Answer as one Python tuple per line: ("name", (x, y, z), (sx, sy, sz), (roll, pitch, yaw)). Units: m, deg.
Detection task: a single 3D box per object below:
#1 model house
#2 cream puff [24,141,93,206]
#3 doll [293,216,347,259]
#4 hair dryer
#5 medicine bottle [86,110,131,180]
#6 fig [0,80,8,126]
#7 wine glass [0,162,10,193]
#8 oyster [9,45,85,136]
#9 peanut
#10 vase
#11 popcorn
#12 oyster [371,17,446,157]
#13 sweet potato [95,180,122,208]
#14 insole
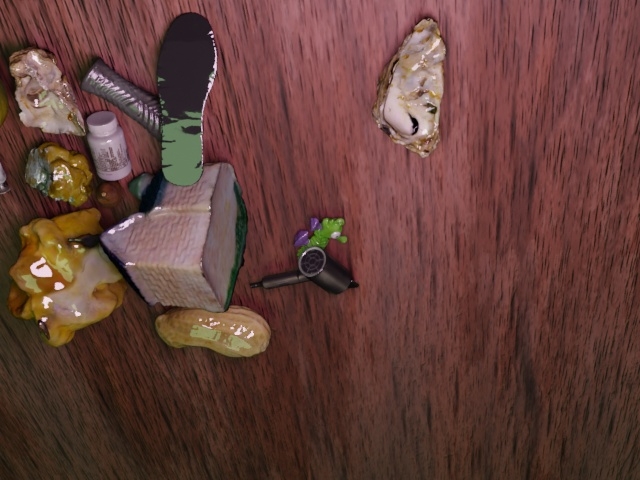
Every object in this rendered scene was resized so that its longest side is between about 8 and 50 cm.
("model house", (-0.329, -0.015, 1.689), (0.285, 0.298, 0.243), (2, 145, 10))
("cream puff", (-0.577, -0.148, 1.717), (0.156, 0.156, 0.121), (20, 88, -13))
("doll", (0.000, 0.000, 1.834), (0.115, 0.050, 0.190), (19, 138, -23))
("hair dryer", (-0.054, 0.098, 1.898), (0.249, 0.077, 0.195), (-10, 153, 24))
("medicine bottle", (-0.462, -0.207, 1.669), (0.079, 0.079, 0.140), (1, 131, 5))
("fig", (-0.729, -0.291, 1.555), (0.181, 0.181, 0.190), (-3, 106, 8))
("wine glass", (-0.750, -0.149, 1.774), (0.042, 0.039, 0.083), (7, 130, 11))
("oyster", (-0.563, -0.307, 1.584), (0.162, 0.107, 0.232), (4, 147, 13))
("peanut", (-0.283, 0.234, 2.011), (0.306, 0.147, 0.147), (9, 132, -1))
("vase", (-0.375, -0.279, 1.587), (0.237, 0.115, 0.115), (33, 126, -19))
("popcorn", (-0.611, 0.072, 1.832), (0.316, 0.281, 0.297), (-40, 121, -13))
("oyster", (0.188, -0.306, 1.531), (0.166, 0.094, 0.294), (0, 124, -19))
("sweet potato", (-0.471, -0.106, 1.713), (0.051, 0.065, 0.218), (20, 174, -10))
("insole", (-0.271, -0.278, 1.542), (0.119, 0.009, 0.348), (4, 108, -4))
